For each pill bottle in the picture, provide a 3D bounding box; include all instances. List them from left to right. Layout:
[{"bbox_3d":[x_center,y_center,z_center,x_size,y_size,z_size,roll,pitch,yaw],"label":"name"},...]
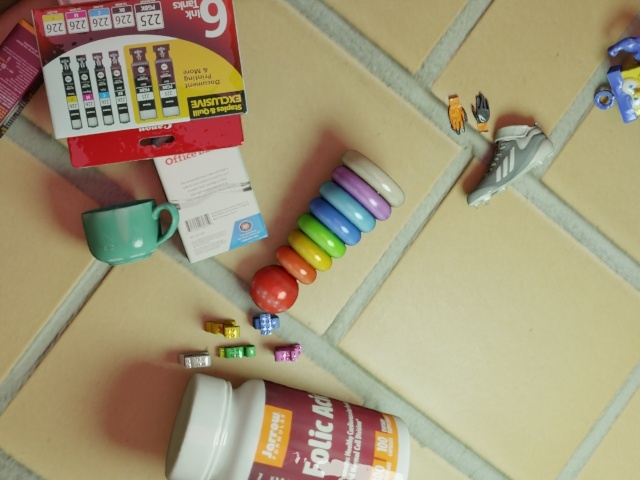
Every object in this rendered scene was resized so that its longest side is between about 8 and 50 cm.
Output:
[{"bbox_3d":[-0.059,0.372,1.690,0.392,0.224,0.224,17,90,-13],"label":"pill bottle"}]

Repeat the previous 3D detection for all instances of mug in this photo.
[{"bbox_3d":[-0.330,-0.013,1.648,0.129,0.157,0.098,-18,101,-42],"label":"mug"}]

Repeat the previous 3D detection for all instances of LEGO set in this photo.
[{"bbox_3d":[-0.142,0.181,1.728,0.227,0.093,0.087,-4,94,-11],"label":"LEGO set"}]

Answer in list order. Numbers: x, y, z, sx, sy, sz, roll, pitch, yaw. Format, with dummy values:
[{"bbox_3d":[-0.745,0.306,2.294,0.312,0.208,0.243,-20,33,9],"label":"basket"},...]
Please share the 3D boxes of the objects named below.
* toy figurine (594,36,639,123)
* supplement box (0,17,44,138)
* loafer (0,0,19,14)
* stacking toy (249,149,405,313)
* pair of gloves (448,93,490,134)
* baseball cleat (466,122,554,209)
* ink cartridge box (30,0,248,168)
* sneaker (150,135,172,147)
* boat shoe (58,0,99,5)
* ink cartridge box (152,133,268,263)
[{"bbox_3d":[0.651,-0.286,1.871,0.217,0.191,0.363,-19,106,20],"label":"toy figurine"},{"bbox_3d":[-0.524,-0.271,1.618,0.080,0.104,0.188,37,85,-11],"label":"supplement box"},{"bbox_3d":[-0.518,-0.441,1.610,0.092,0.102,0.269,31,85,-10],"label":"loafer"},{"bbox_3d":[0.000,0.000,1.734,0.141,0.141,0.330,41,89,-11],"label":"stacking toy"},{"bbox_3d":[0.286,-0.241,1.834,0.083,0.010,0.074,-7,95,-12],"label":"pair of gloves"},{"bbox_3d":[0.345,-0.149,1.832,0.205,0.072,0.109,-34,85,-12],"label":"baseball cleat"},{"bbox_3d":[-0.280,-0.257,1.552,0.309,0.130,0.272,-9,105,-7],"label":"ink cartridge box"},{"bbox_3d":[-0.222,-0.224,1.703,0.083,0.071,0.191,42,85,-17],"label":"sneaker"},{"bbox_3d":[-0.374,-0.377,1.644,0.116,0.099,0.320,-26,99,-11],"label":"boat shoe"},{"bbox_3d":[-0.198,-0.080,1.705,0.148,0.086,0.203,-19,96,-9],"label":"ink cartridge box"}]
